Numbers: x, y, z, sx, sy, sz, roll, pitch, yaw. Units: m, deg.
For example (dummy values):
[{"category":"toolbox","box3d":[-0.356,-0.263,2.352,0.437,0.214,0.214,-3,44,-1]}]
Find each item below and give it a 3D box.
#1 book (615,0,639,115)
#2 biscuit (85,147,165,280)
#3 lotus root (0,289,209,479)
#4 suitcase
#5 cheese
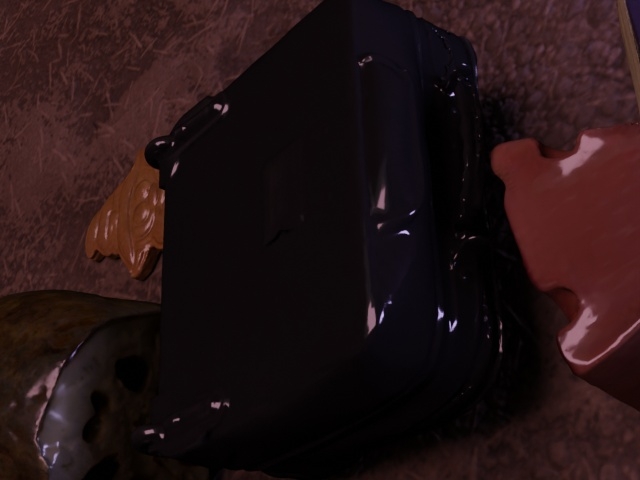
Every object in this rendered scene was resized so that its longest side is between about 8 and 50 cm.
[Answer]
[{"category":"book","box3d":[0.313,-0.095,0.758,0.026,0.231,0.158,98,170,-60]},{"category":"biscuit","box3d":[-0.178,-0.047,1.332,0.250,0.035,0.163,-31,54,28]},{"category":"lotus root","box3d":[-0.266,0.164,1.156,0.346,0.250,0.251,-9,63,46]},{"category":"suitcase","box3d":[0.000,0.000,0.979,0.339,0.188,0.345,-36,45,44]},{"category":"cheese","box3d":[0.213,0.022,0.831,0.202,0.128,0.177,-4,65,42]}]
